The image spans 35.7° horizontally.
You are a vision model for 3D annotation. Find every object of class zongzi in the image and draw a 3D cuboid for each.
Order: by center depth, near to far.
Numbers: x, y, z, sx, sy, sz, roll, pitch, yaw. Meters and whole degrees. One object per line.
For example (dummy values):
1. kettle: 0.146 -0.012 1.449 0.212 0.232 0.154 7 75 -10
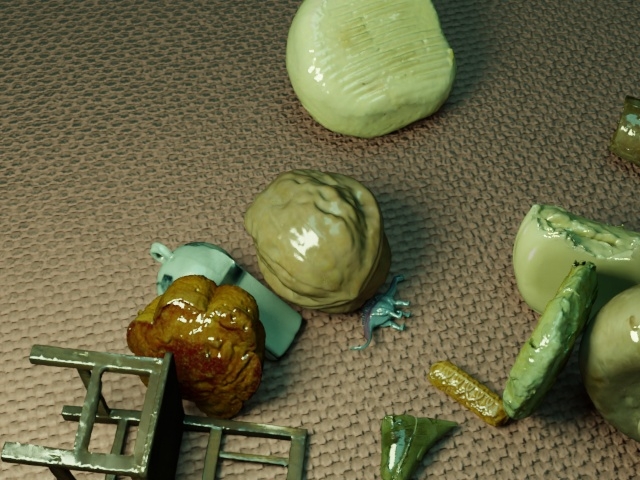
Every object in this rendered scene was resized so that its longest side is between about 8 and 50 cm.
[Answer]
1. zongzi: 0.162 0.360 1.613 0.130 0.062 0.154 8 61 -9

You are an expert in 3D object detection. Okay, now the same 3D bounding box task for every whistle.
1. whistle: -0.187 0.099 1.756 0.289 0.163 0.163 41 57 -18

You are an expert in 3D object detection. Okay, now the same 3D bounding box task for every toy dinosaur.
1. toy dinosaur: 0.115 0.131 1.775 0.080 0.045 0.197 15 48 26

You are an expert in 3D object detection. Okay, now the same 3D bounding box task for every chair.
1. chair: -0.237 0.310 1.534 0.415 0.241 0.203 3 53 4

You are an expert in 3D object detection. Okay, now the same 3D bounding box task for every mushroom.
1. mushroom: 0.569 0.228 1.510 0.362 0.362 0.295 17 58 12

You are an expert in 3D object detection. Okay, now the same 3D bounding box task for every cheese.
1. cheese: 0.468 0.040 1.728 0.265 0.233 0.127 12 45 6

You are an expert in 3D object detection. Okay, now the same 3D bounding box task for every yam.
1. yam: 0.682 -0.187 1.937 0.238 0.129 0.128 29 58 18

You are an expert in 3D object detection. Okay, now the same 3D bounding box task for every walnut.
1. walnut: 0.000 0.002 1.737 0.227 0.273 0.273 -29 60 -15

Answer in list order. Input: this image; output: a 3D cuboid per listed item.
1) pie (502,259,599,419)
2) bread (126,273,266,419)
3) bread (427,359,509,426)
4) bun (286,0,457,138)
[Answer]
1. pie: 0.375 0.161 1.597 0.071 0.306 0.306 29 60 14
2. bread: -0.200 0.168 1.628 0.232 0.247 0.135 22 40 -5
3. bread: 0.252 0.258 1.683 0.157 0.044 0.052 34 65 22
4. bun: 0.100 -0.373 2.024 0.360 0.213 0.361 3 79 -15
